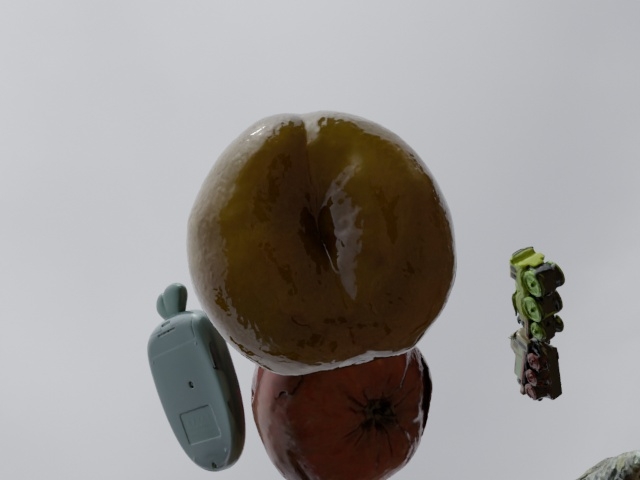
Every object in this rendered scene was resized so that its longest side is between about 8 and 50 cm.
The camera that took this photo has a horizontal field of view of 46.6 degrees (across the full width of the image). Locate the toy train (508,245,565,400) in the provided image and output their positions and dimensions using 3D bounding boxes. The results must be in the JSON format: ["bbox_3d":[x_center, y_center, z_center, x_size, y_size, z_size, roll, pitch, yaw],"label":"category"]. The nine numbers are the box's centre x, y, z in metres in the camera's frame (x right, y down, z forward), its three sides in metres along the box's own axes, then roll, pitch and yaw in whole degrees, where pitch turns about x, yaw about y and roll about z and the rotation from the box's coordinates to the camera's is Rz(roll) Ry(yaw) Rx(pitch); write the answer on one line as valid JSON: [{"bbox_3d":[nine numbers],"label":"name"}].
[{"bbox_3d":[0.312,0.131,1.081,0.053,0.085,0.249,-21,-57,-19],"label":"toy train"}]

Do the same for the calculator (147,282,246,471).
[{"bbox_3d":[-0.199,0.213,1.160,0.041,0.186,0.298,-11,-101,-47],"label":"calculator"}]

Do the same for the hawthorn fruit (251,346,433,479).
[{"bbox_3d":[0.015,0.209,1.102,0.276,0.307,0.275,-5,-75,-19],"label":"hawthorn fruit"}]

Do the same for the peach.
[{"bbox_3d":[0.000,0.000,0.685,0.251,0.153,0.251,0,-90,-2],"label":"peach"}]

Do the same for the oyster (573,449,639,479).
[{"bbox_3d":[0.455,0.496,1.241,0.162,0.158,0.350,23,-84,-23],"label":"oyster"}]
